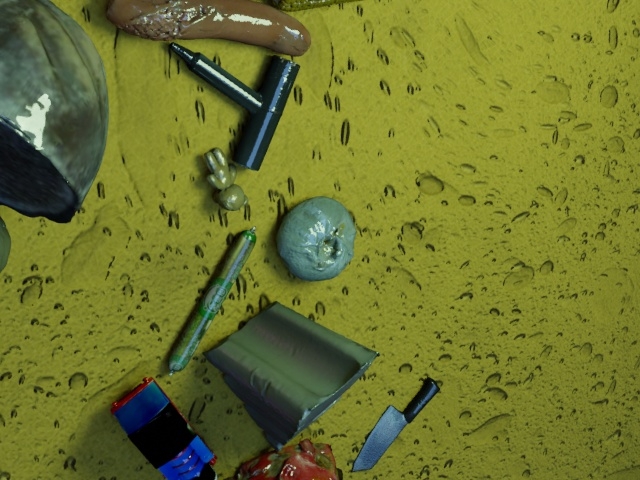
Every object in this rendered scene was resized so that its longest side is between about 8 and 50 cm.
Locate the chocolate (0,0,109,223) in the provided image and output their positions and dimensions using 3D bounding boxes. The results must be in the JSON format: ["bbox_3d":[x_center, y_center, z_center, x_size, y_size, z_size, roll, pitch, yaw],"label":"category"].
[{"bbox_3d":[-0.371,-0.185,0.993,0.303,0.303,0.212,42,59,-33],"label":"chocolate"}]

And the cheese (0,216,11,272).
[{"bbox_3d":[-0.487,-0.004,1.048,0.203,0.091,0.175,30,128,-17],"label":"cheese"}]

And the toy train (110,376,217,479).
[{"bbox_3d":[-0.229,0.309,1.302,0.083,0.131,0.204,-40,121,-14],"label":"toy train"}]

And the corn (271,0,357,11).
[{"bbox_3d":[0.016,-0.380,1.256,0.207,0.068,0.068,-17,114,-24],"label":"corn"}]

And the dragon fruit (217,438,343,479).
[{"bbox_3d":[-0.094,0.466,1.432,0.212,0.134,0.261,20,100,-22],"label":"dragon fruit"}]

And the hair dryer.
[{"bbox_3d":[-0.143,-0.209,1.238,0.195,0.050,0.173,17,96,-29],"label":"hair dryer"}]

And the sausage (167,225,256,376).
[{"bbox_3d":[-0.168,0.094,1.325,0.033,0.033,0.269,30,90,-34],"label":"sausage"}]

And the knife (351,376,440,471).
[{"bbox_3d":[0.133,0.345,1.594,0.060,0.028,0.230,41,86,-21],"label":"knife"}]

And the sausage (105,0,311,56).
[{"bbox_3d":[-0.147,-0.305,1.183,0.305,0.078,0.078,-1,106,-31],"label":"sausage"}]

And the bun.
[{"bbox_3d":[0.000,0.000,1.363,0.141,0.083,0.140,-8,107,-27],"label":"bun"}]

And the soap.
[{"bbox_3d":[-0.008,0.250,1.320,0.159,0.302,0.257,-39,123,-19],"label":"soap"}]

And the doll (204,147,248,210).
[{"bbox_3d":[-0.140,-0.090,1.271,0.061,0.051,0.093,-35,128,-49],"label":"doll"}]
